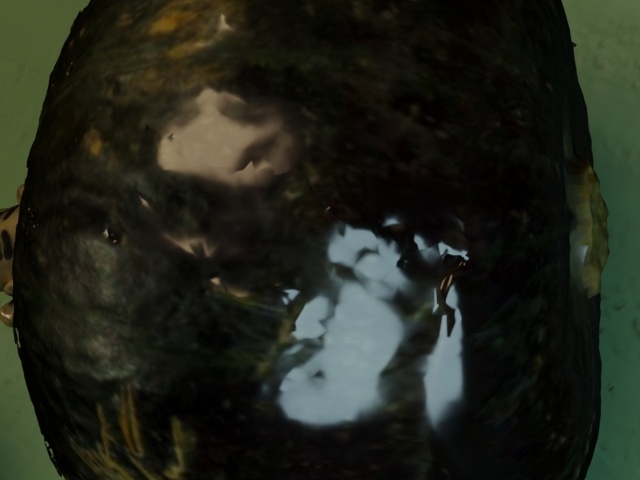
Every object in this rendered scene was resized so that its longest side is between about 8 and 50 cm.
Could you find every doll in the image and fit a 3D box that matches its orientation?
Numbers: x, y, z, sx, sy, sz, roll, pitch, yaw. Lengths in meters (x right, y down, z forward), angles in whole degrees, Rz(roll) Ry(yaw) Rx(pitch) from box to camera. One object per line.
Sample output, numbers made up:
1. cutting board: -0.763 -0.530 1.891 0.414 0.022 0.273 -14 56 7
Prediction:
1. doll: -0.232 0.014 1.330 0.089 0.179 0.102 7 64 -18

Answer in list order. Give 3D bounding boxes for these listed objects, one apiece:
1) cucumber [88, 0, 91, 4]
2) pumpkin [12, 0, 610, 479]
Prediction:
1. cucumber: -0.146 -0.062 1.355 0.072 0.081 0.303 138 133 -62
2. pumpkin: 0.000 0.000 1.036 0.344 0.454 0.454 -2 68 16
